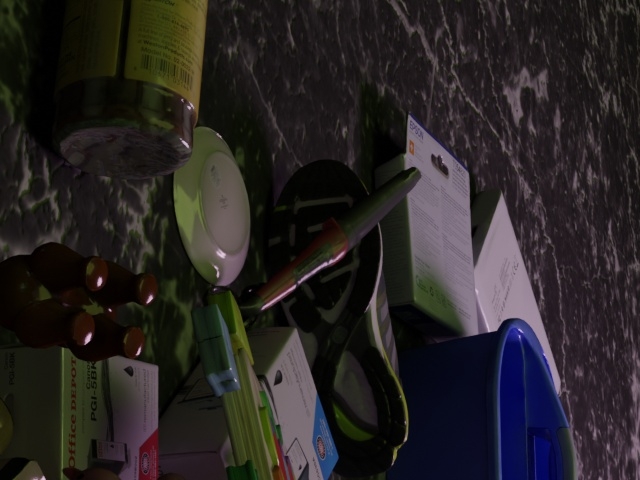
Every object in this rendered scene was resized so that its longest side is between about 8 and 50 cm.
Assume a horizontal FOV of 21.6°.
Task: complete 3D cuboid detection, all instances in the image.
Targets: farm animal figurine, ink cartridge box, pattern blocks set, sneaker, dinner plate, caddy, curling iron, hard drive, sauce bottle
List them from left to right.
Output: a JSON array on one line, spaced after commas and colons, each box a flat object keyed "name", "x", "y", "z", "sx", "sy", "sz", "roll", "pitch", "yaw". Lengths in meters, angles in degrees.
[{"name": "farm animal figurine", "x": -0.207, "y": 0.170, "z": 0.956, "sx": 0.326, "sy": 0.172, "sz": 0.330, "roll": -25, "pitch": 114, "yaw": -54}, {"name": "ink cartridge box", "x": -0.168, "y": 0.128, "z": 1.173, "sx": 0.135, "sy": 0.056, "sz": 0.099, "roll": 24, "pitch": 61, "yaw": -64}, {"name": "sauce bottle", "x": -0.135, "y": -0.218, "z": 1.292, "sx": 0.111, "sy": 0.111, "sz": 0.344, "roll": 45, "pitch": 45, "yaw": -55}, {"name": "dinner plate", "x": -0.089, "y": -0.031, "z": 1.466, "sx": 0.141, "sy": 0.017, "sz": 0.141, "roll": -9, "pitch": 90, "yaw": -67}, {"name": "ink cartridge box", "x": -0.064, "y": 0.179, "z": 1.374, "sx": 0.191, "sy": 0.082, "sz": 0.140, "roll": -59, "pitch": 136, "yaw": -58}, {"name": "pattern blocks set", "x": -0.033, "y": 0.172, "z": 1.157, "sx": 0.325, "sy": 0.026, "sz": 0.285, "roll": 70, "pitch": 5, "yaw": -77}, {"name": "curling iron", "x": 0.000, "y": 0.000, "z": 1.488, "sx": 0.274, "sy": 0.068, "sz": 0.035, "roll": -38, "pitch": 121, "yaw": -34}, {"name": "sneaker", "x": 0.018, "y": 0.072, "z": 1.603, "sx": 0.121, "sy": 0.111, "sz": 0.300, "roll": 26, "pitch": 58, "yaw": -85}, {"name": "ink cartridge box", "x": 0.122, "y": -0.006, "z": 1.915, "sx": 0.223, "sy": 0.045, "sz": 0.224, "roll": 36, "pitch": 50, "yaw": -61}, {"name": "caddy", "x": 0.193, "y": 0.256, "z": 1.831, "sx": 0.241, "sy": 0.179, "sz": 0.341, "roll": 34, "pitch": 52, "yaw": -59}, {"name": "hard drive", "x": 0.240, "y": 0.116, "z": 2.162, "sx": 0.203, "sy": 0.040, "sz": 0.308, "roll": -63, "pitch": 140, "yaw": -53}]
